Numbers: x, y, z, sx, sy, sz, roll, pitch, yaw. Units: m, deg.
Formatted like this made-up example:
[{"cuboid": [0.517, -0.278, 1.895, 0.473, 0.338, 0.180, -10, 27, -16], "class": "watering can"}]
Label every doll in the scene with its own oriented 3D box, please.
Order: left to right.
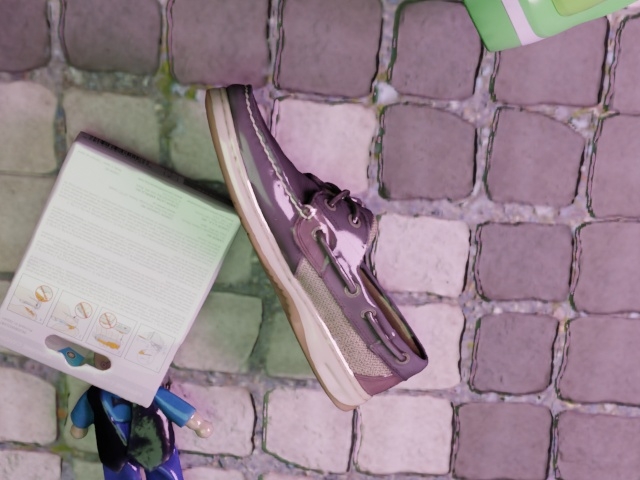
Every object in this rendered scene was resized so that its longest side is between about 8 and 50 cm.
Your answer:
[{"cuboid": [-0.152, 0.169, 0.989, 0.129, 0.046, 0.189, -8, 103, 16], "class": "doll"}]

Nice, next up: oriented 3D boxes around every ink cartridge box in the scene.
[{"cuboid": [-0.195, 0.059, 0.961, 0.048, 0.028, 0.083, 38, 108, -10], "class": "ink cartridge box"}, {"cuboid": [-0.161, 0.024, 0.926, 0.145, 0.045, 0.179, 25, 105, -11], "class": "ink cartridge box"}]

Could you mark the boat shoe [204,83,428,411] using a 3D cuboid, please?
[{"cuboid": [0.000, 0.000, 0.896, 0.092, 0.103, 0.285, -23, 111, 5], "class": "boat shoe"}]

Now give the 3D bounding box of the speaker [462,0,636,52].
[{"cuboid": [0.223, -0.240, 0.779, 0.297, 0.131, 0.131, -26, 107, 12], "class": "speaker"}]
